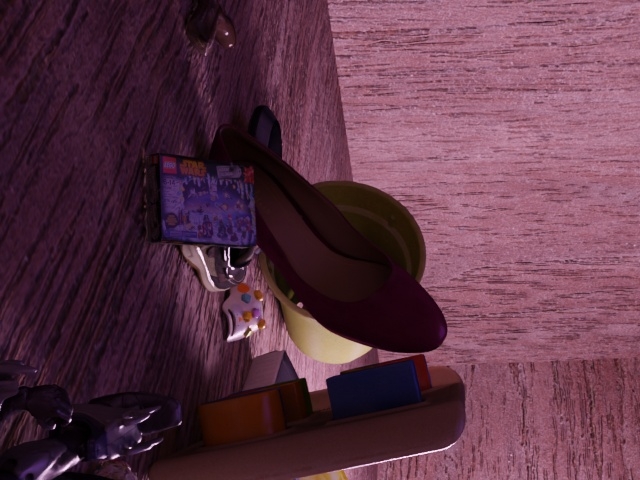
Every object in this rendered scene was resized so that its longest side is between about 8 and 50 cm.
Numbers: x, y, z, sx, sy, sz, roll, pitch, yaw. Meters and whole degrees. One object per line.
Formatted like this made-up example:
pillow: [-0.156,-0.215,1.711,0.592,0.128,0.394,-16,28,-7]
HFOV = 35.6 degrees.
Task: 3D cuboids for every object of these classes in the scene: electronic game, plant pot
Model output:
electronic game: [-0.094,-0.093,1.537,0.229,0.048,0.230,4,90,-84]
plant pot: [0.029,0.081,1.725,0.254,0.275,0.276,96,-4,-58]

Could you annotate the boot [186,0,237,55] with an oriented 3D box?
boot: [-0.142,-0.268,1.307,0.114,0.037,0.106,-90,159,-47]

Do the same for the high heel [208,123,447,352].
high heel: [0.000,0.000,1.253,0.127,0.377,0.181,-48,153,-28]

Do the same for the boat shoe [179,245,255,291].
boat shoe: [-0.117,0.012,1.231,0.223,0.073,0.080,62,27,-68]

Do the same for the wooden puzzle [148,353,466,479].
wooden puzzle: [0.000,0.188,1.124,0.348,0.322,0.081,-3,80,-83]

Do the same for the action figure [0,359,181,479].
action figure: [-0.184,0.160,0.610,0.285,0.099,0.186,-8,107,-78]

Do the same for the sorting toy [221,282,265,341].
sorting toy: [-0.114,0.105,1.379,0.075,0.044,0.083,-27,115,-60]

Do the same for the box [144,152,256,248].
box: [-0.128,-0.041,1.087,0.137,0.027,0.094,3,81,-47]

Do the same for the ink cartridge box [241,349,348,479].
ink cartridge box: [-0.037,0.353,1.420,0.307,0.072,0.304,-77,146,-69]

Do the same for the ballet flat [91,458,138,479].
ballet flat: [-0.165,0.248,0.776,0.241,0.077,0.091,-71,155,-71]
